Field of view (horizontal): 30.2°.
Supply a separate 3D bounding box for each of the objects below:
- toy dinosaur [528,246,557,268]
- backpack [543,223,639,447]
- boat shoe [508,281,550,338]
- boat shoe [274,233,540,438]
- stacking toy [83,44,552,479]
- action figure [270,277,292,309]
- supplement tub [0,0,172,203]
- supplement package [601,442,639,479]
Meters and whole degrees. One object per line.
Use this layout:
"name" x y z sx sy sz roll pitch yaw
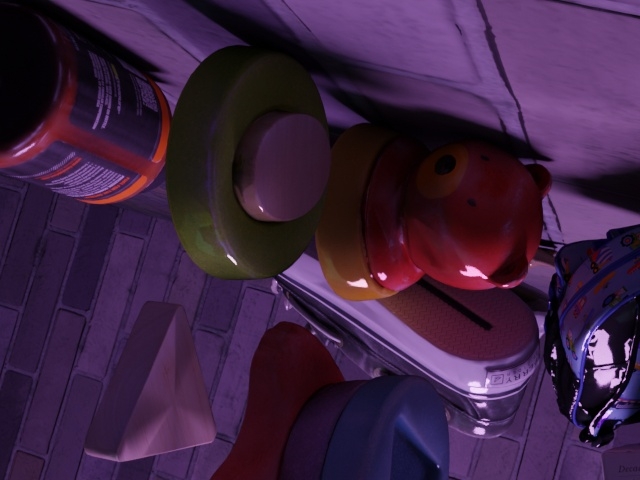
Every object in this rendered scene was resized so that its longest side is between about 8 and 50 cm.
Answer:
"toy dinosaur" 0.207 0.013 1.214 0.093 0.053 0.183 1 -169 -26
"backpack" 0.228 0.043 0.784 0.158 0.117 0.173 -12 144 0
"boat shoe" 0.124 0.035 1.292 0.320 0.103 0.118 33 -153 -24
"boat shoe" 0.024 0.039 0.928 0.121 0.119 0.335 -24 -133 -31
"stacking toy" 0.024 0.044 0.678 0.130 0.308 0.279 5 161 29
"action figure" 0.017 0.031 1.514 0.164 0.140 0.275 4 175 -3
"supplement tub" -0.168 -0.083 0.805 0.106 0.106 0.198 14 176 21
"supplement package" 0.327 0.191 0.749 0.262 0.145 0.204 -8 170 18
